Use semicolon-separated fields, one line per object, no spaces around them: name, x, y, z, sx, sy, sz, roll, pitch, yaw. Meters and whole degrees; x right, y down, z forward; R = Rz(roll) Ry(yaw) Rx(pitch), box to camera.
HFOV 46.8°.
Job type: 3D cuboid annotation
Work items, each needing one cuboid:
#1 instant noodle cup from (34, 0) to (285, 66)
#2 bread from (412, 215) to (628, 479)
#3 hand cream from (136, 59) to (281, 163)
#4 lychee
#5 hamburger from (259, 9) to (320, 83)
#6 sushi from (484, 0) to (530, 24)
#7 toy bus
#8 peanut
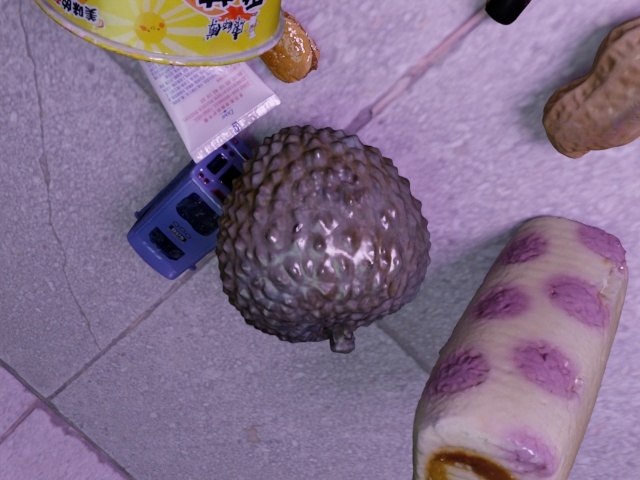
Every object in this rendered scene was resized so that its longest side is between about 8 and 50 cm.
instant noodle cup;-0.136;-0.315;0.688;0.264;0.264;0.200;31;133;9
bread;0.213;0.137;0.778;0.155;0.338;0.187;15;133;25
hand cream;-0.168;-0.233;0.903;0.247;0.133;0.083;57;180;-16
lychee;0.000;0.000;0.882;0.255;0.255;0.274;-32;71;49
hamburger;-0.041;-0.222;0.853;0.076;0.044;0.083;-26;107;47
sushi;0.178;-0.234;0.674;0.044;0.046;0.083;38;141;1
toy bus;-0.184;-0.034;1.070;0.125;0.133;0.292;46;140;-10
peanut;0.275;-0.138;0.662;0.093;0.083;0.194;35;141;-17
